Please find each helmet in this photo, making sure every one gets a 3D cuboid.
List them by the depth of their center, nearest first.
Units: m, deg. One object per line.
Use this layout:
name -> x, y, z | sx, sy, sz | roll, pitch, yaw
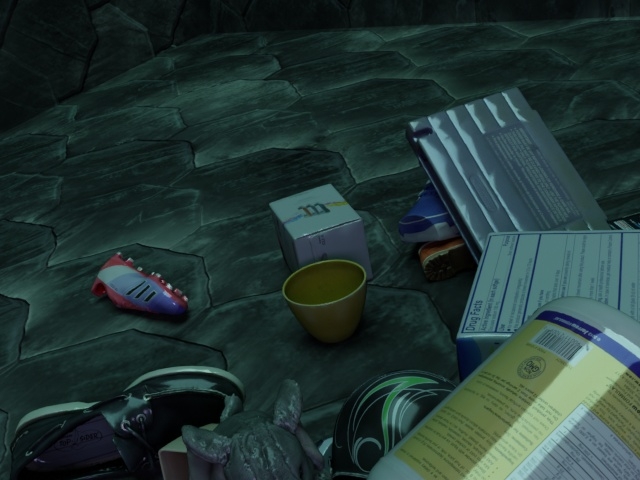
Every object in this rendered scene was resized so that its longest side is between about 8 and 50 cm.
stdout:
helmet -> 0.101, 0.229, 0.967 | 0.169, 0.169, 0.162 | 5, 53, 31

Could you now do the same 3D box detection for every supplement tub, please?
supplement tub -> 0.193, 0.240, 0.771 | 0.331, 0.241, 0.241 | -41, 34, -12

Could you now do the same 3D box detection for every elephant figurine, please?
elephant figurine -> -0.056, 0.224, 0.839 | 0.186, 0.239, 0.169 | 23, 59, 10

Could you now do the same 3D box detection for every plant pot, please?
plant pot -> -0.124, 0.286, 1.040 | 0.109, 0.109, 0.096 | -2, 18, 20
plant pot -> 0.016, 0.105, 1.321 | 0.134, 0.095, 0.134 | -11, 27, 6

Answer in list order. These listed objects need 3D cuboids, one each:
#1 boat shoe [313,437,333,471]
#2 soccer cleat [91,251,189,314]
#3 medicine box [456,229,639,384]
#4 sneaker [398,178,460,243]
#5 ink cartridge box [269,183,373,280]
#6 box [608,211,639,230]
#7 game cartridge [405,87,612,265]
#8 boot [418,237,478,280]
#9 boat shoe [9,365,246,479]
boat shoe -> -0.035, 0.314, 0.996 | 0.083, 0.065, 0.183 | -16, 26, 48
soccer cleat -> -0.331, 0.099, 1.525 | 0.248, 0.083, 0.095 | 24, 74, 43
medicine box -> 0.348, 0.112, 1.105 | 0.289, 0.149, 0.263 | -1, 29, 22
sneaker -> 0.241, -0.123, 1.528 | 0.127, 0.182, 0.315 | -6, 18, 47
ink cartridge box -> 0.000, 0.000, 1.491 | 0.127, 0.128, 0.176 | -18, 29, -10
box -> 0.577, 0.012, 1.299 | 0.175, 0.051, 0.220 | -16, 27, -5
game cartridge -> 0.319, -0.084, 1.394 | 0.230, 0.068, 0.355 | -17, 64, -16
boot -> 0.245, 0.014, 1.439 | 0.157, 0.059, 0.085 | -15, 22, -1
boat shoe -> -0.264, 0.263, 1.113 | 0.340, 0.127, 0.113 | -11, 28, 7
